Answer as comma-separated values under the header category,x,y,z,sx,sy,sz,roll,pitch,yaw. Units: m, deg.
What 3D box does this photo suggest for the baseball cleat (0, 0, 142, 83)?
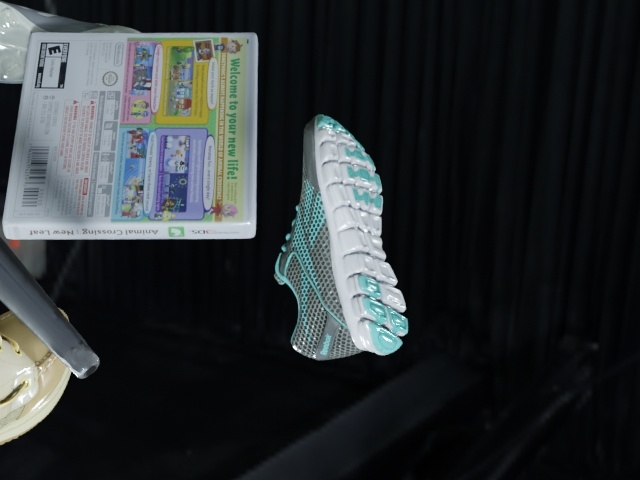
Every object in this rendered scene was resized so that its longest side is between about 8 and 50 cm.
category,x,y,z,sx,sy,sz,roll,pitch,yaw
baseball cleat,-0.249,-0.168,1.329,0.206,0.072,0.109,11,-177,-16

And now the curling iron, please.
category,x,y,z,sx,sy,sz,roll,pitch,yaw
curling iron,-0.226,-0.021,0.972,0.274,0.068,0.035,52,-179,20

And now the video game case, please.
category,x,y,z,sx,sy,sz,roll,pitch,yaw
video game case,-0.148,-0.088,1.211,0.193,0.023,0.212,0,-129,-1

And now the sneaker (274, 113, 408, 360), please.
category,x,y,z,sx,sy,sz,roll,pitch,yaw
sneaker,0.000,0.000,0.948,0.076,0.166,0.065,-22,152,28

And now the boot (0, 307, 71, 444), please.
category,x,y,z,sx,sy,sz,roll,pitch,yaw
boot,-0.275,0.061,1.164,0.095,0.203,0.262,17,-149,21
